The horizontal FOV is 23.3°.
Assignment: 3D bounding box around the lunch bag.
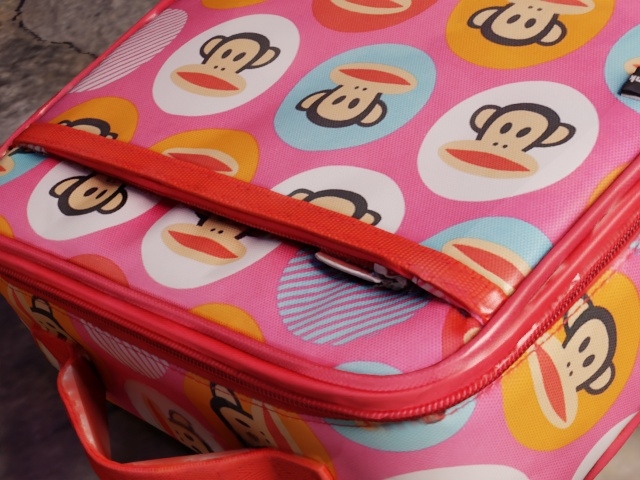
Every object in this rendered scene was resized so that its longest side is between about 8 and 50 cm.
[{"bbox_3d":[0.000,0.000,0.611,0.293,0.120,0.258,19,54,43],"label":"lunch bag"}]
